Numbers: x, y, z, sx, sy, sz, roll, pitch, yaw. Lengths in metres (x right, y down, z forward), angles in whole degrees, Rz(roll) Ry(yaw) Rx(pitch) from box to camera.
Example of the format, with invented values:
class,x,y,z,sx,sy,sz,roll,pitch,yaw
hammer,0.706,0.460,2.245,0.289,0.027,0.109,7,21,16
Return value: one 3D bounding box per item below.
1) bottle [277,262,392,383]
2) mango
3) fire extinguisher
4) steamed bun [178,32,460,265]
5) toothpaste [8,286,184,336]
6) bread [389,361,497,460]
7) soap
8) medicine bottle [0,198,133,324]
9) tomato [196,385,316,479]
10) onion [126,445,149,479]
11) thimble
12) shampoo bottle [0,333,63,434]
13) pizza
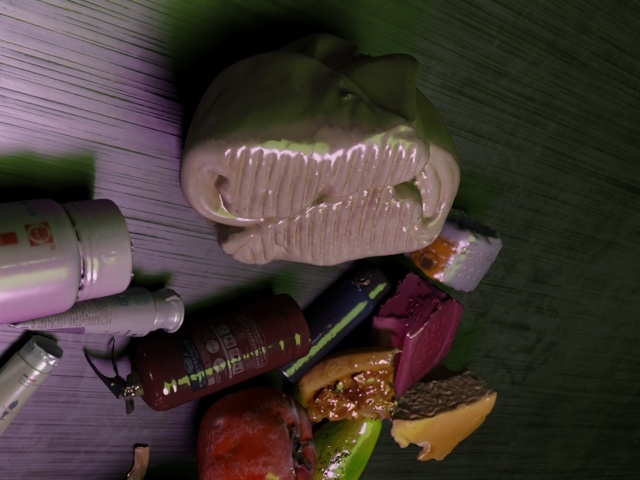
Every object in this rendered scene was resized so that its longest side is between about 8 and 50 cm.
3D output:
class,x,y,z,sx,sy,sz,roll,pitch,yaw
bottle,0.017,0.138,1.721,0.244,0.072,0.082,-41,141,-3
mango,0.035,0.408,1.938,0.125,0.111,0.233,10,116,-48
fire extinguisher,-0.188,0.176,1.567,0.337,0.135,0.114,-19,176,-27
steamed bun,-0.001,-0.132,1.344,0.367,0.255,0.342,-1,149,-4
toothpaste,-0.329,0.101,1.399,0.299,0.114,0.073,2,102,-45
bread,0.190,0.339,1.957,0.224,0.183,0.211,-17,139,-25
soap,0.164,0.153,1.781,0.162,0.099,0.250,-36,152,-27
medicine bottle,-0.375,0.025,1.251,0.254,0.152,0.152,-10,130,-34
tomato,-0.113,0.362,1.711,0.188,0.232,0.232,-6,143,20
onion,-0.277,0.580,1.716,0.358,0.345,0.358,-13,143,-10
thimble,0.234,0.012,1.747,0.151,0.127,0.118,8,117,-52
shampoo bottle,-0.454,0.228,1.435,0.212,0.049,0.072,-50,135,7
pizza,0.058,0.271,1.777,0.197,0.058,0.292,35,132,-27
